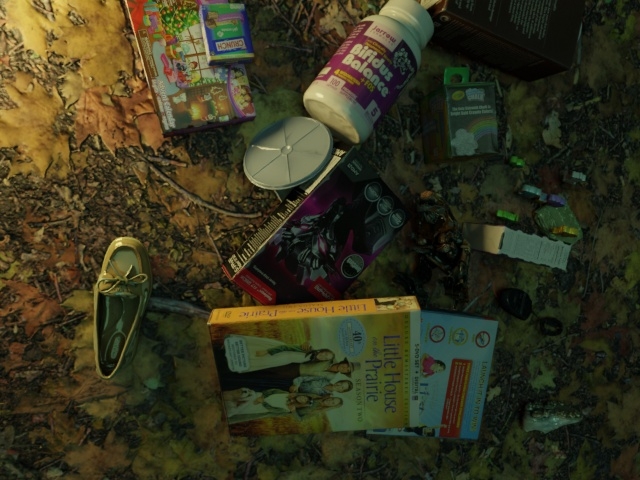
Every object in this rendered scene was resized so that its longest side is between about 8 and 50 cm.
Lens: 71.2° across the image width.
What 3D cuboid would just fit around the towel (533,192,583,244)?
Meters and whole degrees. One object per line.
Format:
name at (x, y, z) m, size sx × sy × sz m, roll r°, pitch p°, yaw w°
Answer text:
towel at (0.648, -0.044, 1.215) m, size 0.110 × 0.027 × 0.148 m, roll -36°, pitch 102°, yaw -11°

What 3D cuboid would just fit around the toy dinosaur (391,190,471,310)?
toy dinosaur at (0.303, 0.041, 1.062) m, size 0.322 × 0.164 × 0.218 m, roll 43°, pitch 54°, yaw -14°

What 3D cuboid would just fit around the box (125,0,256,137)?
box at (-0.268, -0.381, 0.934) m, size 0.201 × 0.057 × 0.293 m, roll -16°, pitch 97°, yaw -14°

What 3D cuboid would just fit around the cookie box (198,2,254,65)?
cookie box at (-0.189, -0.415, 0.903) m, size 0.092 × 0.040 × 0.107 m, roll -12°, pitch 97°, yaw -18°

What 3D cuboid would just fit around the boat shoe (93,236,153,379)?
boat shoe at (-0.406, 0.136, 0.914) m, size 0.105 × 0.089 × 0.285 m, roll 4°, pitch 92°, yaw -15°

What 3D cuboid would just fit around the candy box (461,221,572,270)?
candy box at (0.472, 0.012, 1.100) m, size 0.196 × 0.165 × 0.070 m, roll 12°, pitch 92°, yaw -16°

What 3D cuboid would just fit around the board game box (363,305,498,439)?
board game box at (0.262, 0.319, 1.105) m, size 0.302 × 0.086 × 0.308 m, roll 10°, pitch 91°, yaw -15°

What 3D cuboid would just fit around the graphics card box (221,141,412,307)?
graphics card box at (0.000, 0.000, 0.971) m, size 0.371 × 0.094 × 0.233 m, roll -48°, pitch 119°, yaw -3°

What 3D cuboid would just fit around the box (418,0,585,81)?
box at (0.422, -0.536, 1.050) m, size 0.382 × 0.143 × 0.191 m, roll 12°, pitch 90°, yaw -20°

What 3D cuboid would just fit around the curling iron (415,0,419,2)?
curling iron at (0.242, -0.537, 1.072) m, size 0.068 × 0.035 × 0.274 m, roll 14°, pitch 90°, yaw -15°

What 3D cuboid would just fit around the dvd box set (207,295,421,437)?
dvd box set at (-0.002, 0.275, 0.947) m, size 0.421 × 0.062 × 0.307 m, roll -3°, pitch 113°, yaw 1°

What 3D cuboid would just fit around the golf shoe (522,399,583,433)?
golf shoe at (0.633, 0.493, 1.236) m, size 0.176 × 0.069 × 0.086 m, roll 7°, pitch 112°, yaw -12°

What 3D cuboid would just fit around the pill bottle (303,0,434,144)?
pill bottle at (0.112, -0.374, 0.979) m, size 0.169 × 0.169 × 0.301 m, roll 37°, pitch 84°, yaw -14°

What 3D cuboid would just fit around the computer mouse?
computer mouse at (0.566, 0.197, 1.208) m, size 0.242 × 0.041 × 0.071 m, roll 32°, pitch 68°, yaw -19°

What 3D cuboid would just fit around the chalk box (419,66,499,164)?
chalk box at (0.324, -0.297, 1.061) m, size 0.132 × 0.132 × 0.213 m, roll -6°, pitch 94°, yaw -13°

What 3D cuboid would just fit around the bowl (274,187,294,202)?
bowl at (-0.034, -0.124, 1.016) m, size 0.142 × 0.053 × 0.142 m, roll -36°, pitch 101°, yaw -11°

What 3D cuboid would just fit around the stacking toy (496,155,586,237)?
stacking toy at (0.574, -0.114, 1.158) m, size 0.221 × 0.052 × 0.166 m, roll 15°, pitch 81°, yaw -8°

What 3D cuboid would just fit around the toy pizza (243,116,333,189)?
toy pizza at (-0.069, -0.184, 0.959) m, size 0.201 × 0.201 × 0.032 m, roll -41°, pitch 146°, yaw -9°
